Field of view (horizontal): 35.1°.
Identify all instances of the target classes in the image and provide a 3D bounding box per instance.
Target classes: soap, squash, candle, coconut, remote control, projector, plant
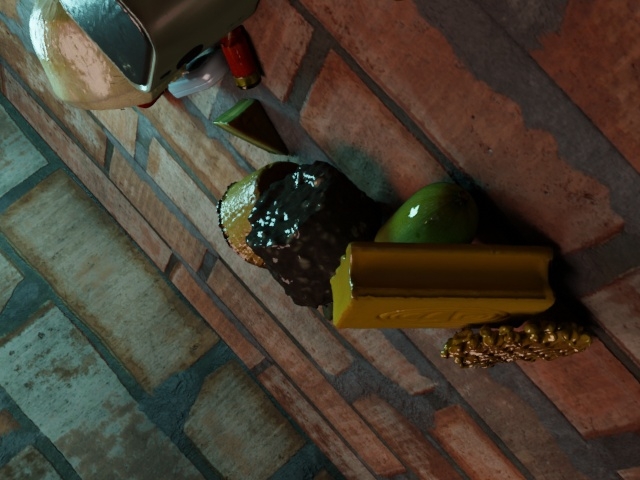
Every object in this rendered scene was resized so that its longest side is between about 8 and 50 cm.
[{"bbox_3d":[0.187,0.075,1.578,0.204,0.324,0.096,112,158,-71],"label":"soap"},{"bbox_3d":[0.180,-0.018,1.655,0.132,0.132,0.247,47,160,4],"label":"squash"},{"bbox_3d":[-0.151,-0.342,1.861,0.052,0.052,0.131,29,151,42],"label":"candle"},{"bbox_3d":[-0.397,-0.401,1.905,0.297,0.297,0.254,24,131,48],"label":"coconut"},{"bbox_3d":[-0.240,-0.331,2.000,0.047,0.087,0.244,41,162,-22],"label":"remote control"},{"bbox_3d":[-0.265,-0.430,1.660,0.248,0.249,0.248,48,160,2],"label":"projector"},{"bbox_3d":[0.025,0.023,1.860,0.312,0.215,0.213,52,-157,-32],"label":"plant"}]

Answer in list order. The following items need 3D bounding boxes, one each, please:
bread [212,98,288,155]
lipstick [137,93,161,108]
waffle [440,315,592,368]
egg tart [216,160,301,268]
[{"bbox_3d":[-0.138,-0.204,2.028,0.074,0.084,0.139,15,141,54],"label":"bread"},{"bbox_3d":[-0.362,-0.358,2.226,0.073,0.073,0.279,52,159,-8],"label":"lipstick"},{"bbox_3d":[0.318,0.168,1.639,0.231,0.228,0.051,141,130,-63],"label":"waffle"},{"bbox_3d":[-0.091,-0.063,2.042,0.215,0.215,0.171,48,145,3],"label":"egg tart"}]
